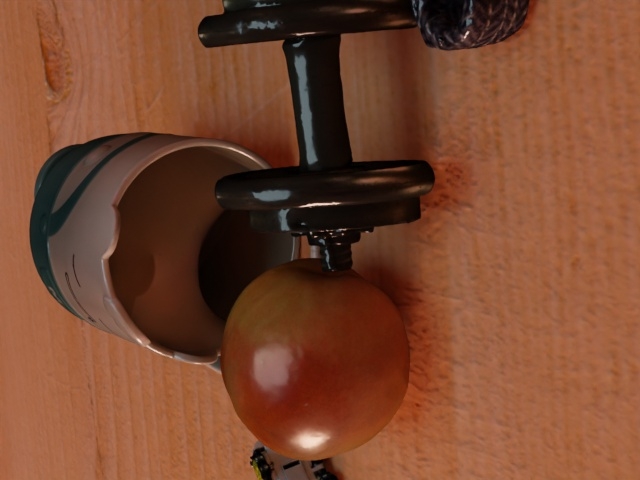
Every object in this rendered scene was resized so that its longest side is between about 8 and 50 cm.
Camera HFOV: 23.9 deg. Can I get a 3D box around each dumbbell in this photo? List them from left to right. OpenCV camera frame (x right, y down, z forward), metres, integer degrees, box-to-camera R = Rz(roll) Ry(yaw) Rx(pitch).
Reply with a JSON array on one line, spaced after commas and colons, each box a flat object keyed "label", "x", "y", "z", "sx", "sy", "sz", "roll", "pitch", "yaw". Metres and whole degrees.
[{"label": "dumbbell", "x": -0.003, "y": -0.117, "z": 1.283, "sx": 0.192, "sy": 0.192, "sz": 0.290, "roll": 4, "pitch": 102, "yaw": 57}]

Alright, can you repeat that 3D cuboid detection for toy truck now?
[{"label": "toy truck", "x": -0.026, "y": 0.251, "z": 1.533, "sx": 0.077, "sy": 0.076, "sz": 0.111, "roll": 110, "pitch": 139, "yaw": -64}]

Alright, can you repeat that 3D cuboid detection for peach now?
[{"label": "peach", "x": -0.007, "y": 0.103, "z": 1.368, "sx": 0.184, "sy": 0.184, "sz": 0.184, "roll": 21, "pitch": 116, "yaw": 54}]

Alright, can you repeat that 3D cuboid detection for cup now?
[{"label": "cup", "x": -0.154, "y": 0.023, "z": 1.564, "sx": 0.257, "sy": 0.219, "sz": 0.290, "roll": 12, "pitch": 140, "yaw": 57}]

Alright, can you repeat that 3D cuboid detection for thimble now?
[{"label": "thimble", "x": 0.116, "y": -0.203, "z": 1.187, "sx": 0.095, "sy": 0.066, "sz": 0.104, "roll": 15, "pitch": 110, "yaw": 58}]

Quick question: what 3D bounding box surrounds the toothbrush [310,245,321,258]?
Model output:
[{"label": "toothbrush", "x": 0.000, "y": 0.000, "z": 1.463, "sx": 0.029, "sy": 0.025, "sz": 0.307, "roll": 17, "pitch": 112, "yaw": 46}]
